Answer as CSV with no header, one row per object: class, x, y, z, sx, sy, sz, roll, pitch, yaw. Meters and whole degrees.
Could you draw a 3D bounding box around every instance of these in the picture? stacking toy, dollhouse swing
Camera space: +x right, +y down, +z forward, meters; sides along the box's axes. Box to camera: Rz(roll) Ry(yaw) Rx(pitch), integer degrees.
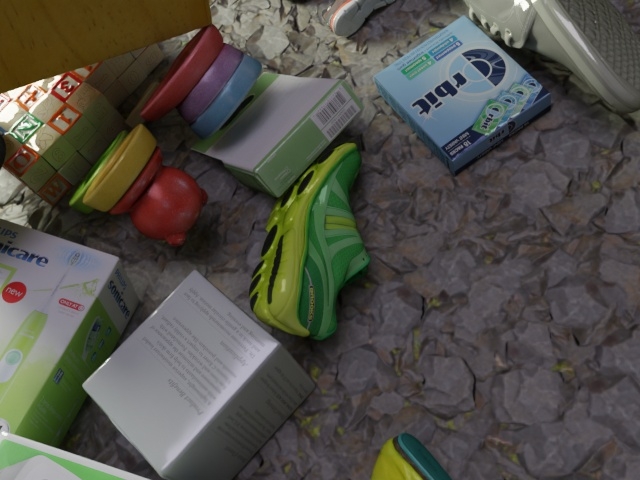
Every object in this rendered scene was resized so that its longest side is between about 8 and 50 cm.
stacking toy,-0.205,-0.126,1.102,0.279,0.130,0.309,-15,42,60
dollhouse swing,-0.365,-0.355,1.003,0.347,0.315,0.305,-24,47,-19

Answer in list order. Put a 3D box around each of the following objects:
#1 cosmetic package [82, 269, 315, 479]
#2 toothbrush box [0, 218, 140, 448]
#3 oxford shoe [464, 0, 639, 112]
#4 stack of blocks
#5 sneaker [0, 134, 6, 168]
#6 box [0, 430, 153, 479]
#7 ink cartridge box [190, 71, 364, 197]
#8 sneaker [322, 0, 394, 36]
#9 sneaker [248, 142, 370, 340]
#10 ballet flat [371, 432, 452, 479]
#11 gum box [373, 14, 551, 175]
cosmetic package,-0.133,0.167,0.915,0.151,0.151,0.183,38,78,29
toothbrush box,-0.389,0.133,0.988,0.206,0.122,0.283,18,60,13
oxford shoe,0.273,-0.323,1.073,0.449,0.169,0.130,56,129,23
stack of blocks,-0.380,-0.219,1.226,0.171,0.087,0.297,33,76,28
sneaker,-0.505,-0.115,1.015,0.385,0.147,0.145,37,101,51
box,-0.187,0.309,0.812,0.262,0.231,0.126,11,67,22
ink cartridge box,-0.068,-0.153,1.103,0.171,0.056,0.235,-48,29,-11
sneaker,0.064,-0.375,1.193,0.158,0.061,0.065,-39,53,-6
sneaker,0.000,0.000,1.001,0.109,0.123,0.295,-29,33,45
ballet flat,0.137,0.300,0.821,0.231,0.077,0.077,42,102,32
gum box,0.187,-0.199,1.074,0.157,0.041,0.184,-34,60,-3
